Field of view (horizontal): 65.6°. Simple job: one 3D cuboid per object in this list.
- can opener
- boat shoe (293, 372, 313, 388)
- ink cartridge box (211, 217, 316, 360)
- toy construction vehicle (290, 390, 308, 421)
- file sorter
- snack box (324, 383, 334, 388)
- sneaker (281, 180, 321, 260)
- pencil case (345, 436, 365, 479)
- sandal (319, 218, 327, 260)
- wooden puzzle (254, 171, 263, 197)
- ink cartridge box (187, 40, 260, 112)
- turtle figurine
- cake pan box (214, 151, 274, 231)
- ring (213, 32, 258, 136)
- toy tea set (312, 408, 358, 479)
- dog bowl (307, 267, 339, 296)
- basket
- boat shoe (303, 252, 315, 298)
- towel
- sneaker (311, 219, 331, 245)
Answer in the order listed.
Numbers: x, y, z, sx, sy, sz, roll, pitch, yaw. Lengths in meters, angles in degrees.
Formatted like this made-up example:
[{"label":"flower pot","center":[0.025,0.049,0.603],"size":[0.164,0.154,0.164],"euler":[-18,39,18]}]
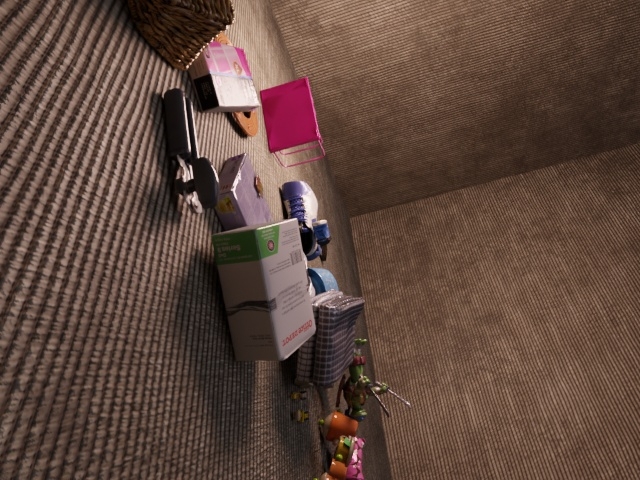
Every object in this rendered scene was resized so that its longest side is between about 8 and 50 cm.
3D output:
[{"label":"can opener","center":[-0.261,-0.190,1.033],"size":[0.076,0.095,0.283],"euler":[51,26,-70]},{"label":"boat shoe","center":[-0.053,0.413,1.496],"size":[0.137,0.049,0.043],"euler":[63,12,-62]},{"label":"ink cartridge box","center":[-0.122,0.107,1.141],"size":[0.211,0.122,0.289],"euler":[-21,102,-67]},{"label":"toy construction vehicle","center":[-0.063,0.473,1.415],"size":[0.098,0.035,0.085],"euler":[37,51,-71]},{"label":"file sorter","center":[-0.107,-0.474,2.042],"size":[0.182,0.202,0.290],"euler":[56,21,-68]},{"label":"snack box","center":[0.016,0.465,1.851],"size":[0.141,0.037,0.100],"euler":[-94,166,-46]},{"label":"sneaker","center":[-0.072,-0.079,1.880],"size":[0.182,0.128,0.315],"euler":[16,62,-82]},{"label":"pencil case","center":[0.111,0.785,1.747],"size":[0.209,0.098,0.095],"euler":[-80,154,-67]},{"label":"sandal","center":[0.000,0.000,2.422],"size":[0.090,0.060,0.219],"euler":[-76,166,-58]},{"label":"wooden puzzle","center":[-0.170,-0.150,1.380],"size":[0.083,0.006,0.049],"euler":[-95,167,-50]},{"label":"ink cartridge box","center":[-0.258,-0.459,1.413],"size":[0.371,0.069,0.175],"euler":[-49,124,-71]},{"label":"turtle figurine","center":[0.175,0.467,1.690],"size":[0.198,0.275,0.266],"euler":[3,68,-39]},{"label":"cake pan box","center":[-0.197,-0.078,1.332],"size":[0.266,0.070,0.245],"euler":[-89,164,-58]},{"label":"ring","center":[-0.277,-0.496,1.603],"size":[0.336,0.032,0.336],"euler":[-15,90,-81]},{"label":"toy tea set","center":[0.031,0.662,1.537],"size":[0.336,0.124,0.199],"euler":[7,98,-83]},{"label":"dog bowl","center":[0.005,0.232,1.719],"size":[0.074,0.166,0.297],"euler":[-13,87,-41]},{"label":"basket","center":[-0.351,-0.562,1.079],"size":[0.214,0.223,0.299],"euler":[-3,77,-47]},{"label":"boat shoe","center":[-0.085,0.101,1.601],"size":[0.301,0.108,0.102],"euler":[-95,167,-55]},{"label":"towel","center":[0.036,0.282,1.484],"size":[0.284,0.121,0.234],"euler":[-6,100,-68]},{"label":"sneaker","center":[0.006,-0.024,1.823],"size":[0.152,0.058,0.084],"euler":[51,26,-81]}]
